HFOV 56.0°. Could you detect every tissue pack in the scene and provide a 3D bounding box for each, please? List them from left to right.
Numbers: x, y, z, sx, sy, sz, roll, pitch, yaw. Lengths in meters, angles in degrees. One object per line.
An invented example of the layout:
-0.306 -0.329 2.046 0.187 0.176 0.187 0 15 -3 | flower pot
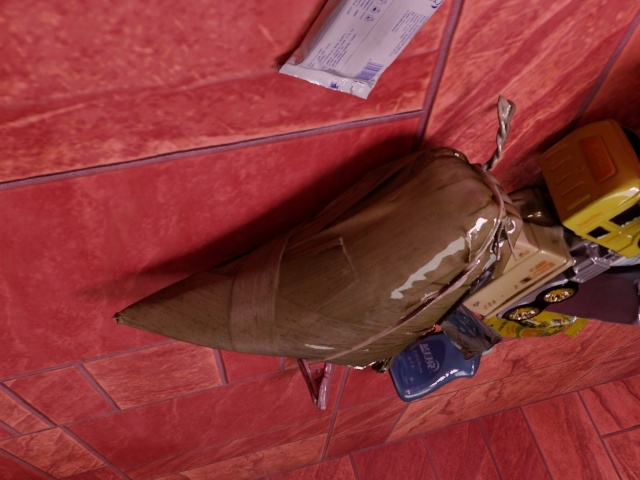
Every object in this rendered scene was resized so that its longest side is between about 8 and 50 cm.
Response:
0.055 -0.223 0.607 0.122 0.026 0.193 5 144 -36 | tissue pack

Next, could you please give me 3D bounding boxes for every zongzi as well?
0.005 0.019 0.798 0.467 0.218 0.500 0 146 -29 | zongzi

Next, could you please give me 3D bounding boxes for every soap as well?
0.662 0.083 1.256 0.296 0.107 0.285 -12 -177 -17 | soap

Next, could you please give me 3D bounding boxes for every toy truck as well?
0.366 -0.019 0.982 0.254 0.180 0.405 14 142 -33 | toy truck

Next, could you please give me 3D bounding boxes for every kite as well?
0.214 0.127 1.108 0.011 0.314 0.335 -45 119 -16 | kite

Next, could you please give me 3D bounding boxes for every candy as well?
0.568 0.207 1.582 0.297 0.081 0.187 2 148 -7 | candy

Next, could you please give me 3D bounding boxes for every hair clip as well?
0.013 0.316 1.407 0.102 0.138 0.123 -19 144 -9 | hair clip

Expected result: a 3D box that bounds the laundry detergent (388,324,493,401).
0.315 0.300 1.542 0.290 0.143 0.094 -22 147 0 | laundry detergent

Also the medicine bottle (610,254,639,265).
0.565 -0.018 1.132 0.168 0.135 0.135 -1 147 -35 | medicine bottle
